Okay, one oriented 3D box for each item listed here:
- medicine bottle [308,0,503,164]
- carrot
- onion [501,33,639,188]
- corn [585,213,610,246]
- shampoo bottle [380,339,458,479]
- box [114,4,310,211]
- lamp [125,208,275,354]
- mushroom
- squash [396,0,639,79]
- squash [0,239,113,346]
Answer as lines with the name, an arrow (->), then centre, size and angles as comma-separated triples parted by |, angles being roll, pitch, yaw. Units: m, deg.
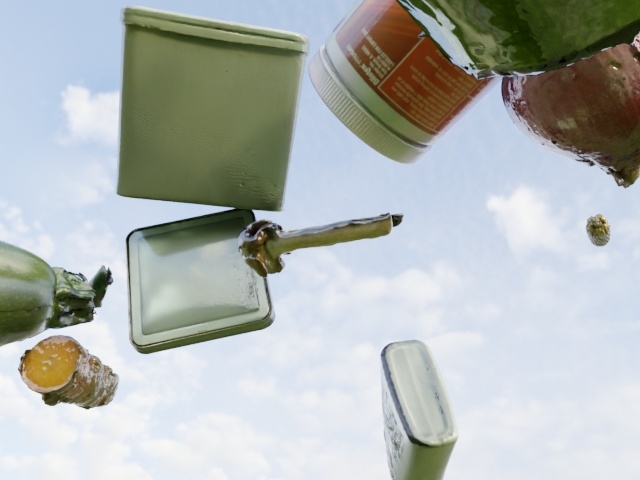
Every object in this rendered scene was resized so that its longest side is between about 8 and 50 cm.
medicine bottle -> 0.146, -0.291, 0.923 | 0.252, 0.253, 0.241 | 32, -60, -23
carrot -> -0.395, 0.235, 0.962 | 0.101, 0.102, 0.263 | 4, -26, 3
onion -> 0.276, -0.139, 0.579 | 0.159, 0.159, 0.195 | -28, -76, 30
corn -> 0.336, -0.012, 0.698 | 0.027, 0.028, 0.083 | -22, -23, 21
shampoo bottle -> 0.120, 0.267, 0.725 | 0.071, 0.153, 0.284 | -11, -51, -3
box -> -0.219, -0.248, 1.145 | 0.351, 0.177, 0.344 | 5, -79, -14
lamp -> -0.238, 0.069, 1.117 | 0.268, 0.267, 0.047 | -11, -30, -5
mushroom -> 0.000, 0.000, 0.631 | 0.186, 0.060, 0.062 | -7, -77, 9
squash -> 0.069, -0.305, 0.310 | 0.263, 0.263, 0.384 | -28, -43, 31
squash -> -0.255, 0.032, 0.304 | 0.087, 0.087, 0.331 | -33, -20, 33
